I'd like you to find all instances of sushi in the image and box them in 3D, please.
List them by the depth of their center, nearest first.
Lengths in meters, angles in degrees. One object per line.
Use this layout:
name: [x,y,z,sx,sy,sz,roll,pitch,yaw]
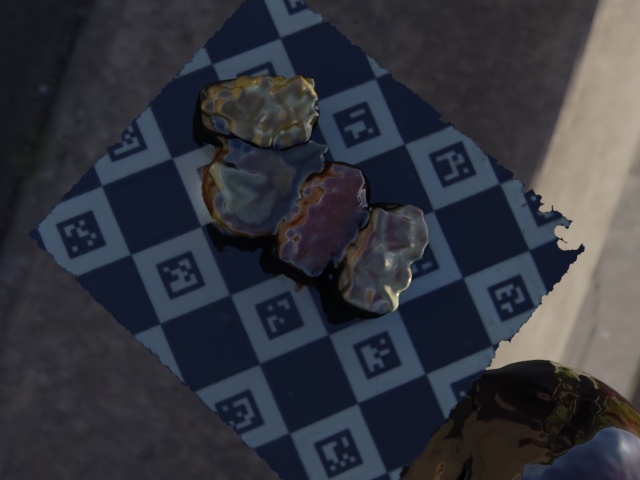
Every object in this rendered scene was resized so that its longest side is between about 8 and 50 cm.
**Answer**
sushi: [0.000,0.000,1.285,0.264,0.290,0.050,-48,-179,-13]

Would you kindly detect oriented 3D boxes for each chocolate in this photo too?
chocolate: [0.177,0.283,1.687,0.383,0.384,0.331,-50,119,-22]
